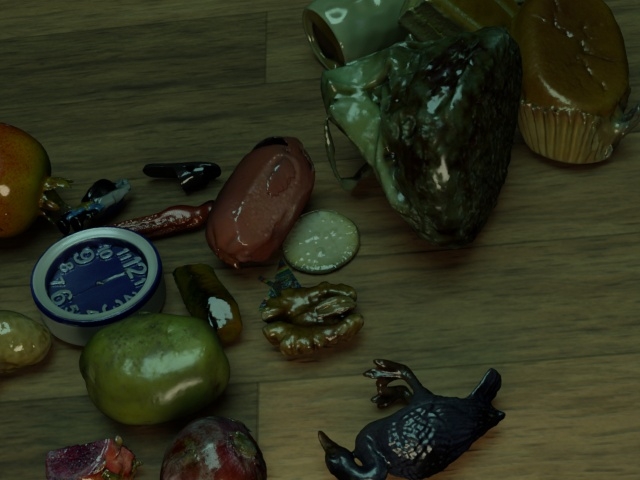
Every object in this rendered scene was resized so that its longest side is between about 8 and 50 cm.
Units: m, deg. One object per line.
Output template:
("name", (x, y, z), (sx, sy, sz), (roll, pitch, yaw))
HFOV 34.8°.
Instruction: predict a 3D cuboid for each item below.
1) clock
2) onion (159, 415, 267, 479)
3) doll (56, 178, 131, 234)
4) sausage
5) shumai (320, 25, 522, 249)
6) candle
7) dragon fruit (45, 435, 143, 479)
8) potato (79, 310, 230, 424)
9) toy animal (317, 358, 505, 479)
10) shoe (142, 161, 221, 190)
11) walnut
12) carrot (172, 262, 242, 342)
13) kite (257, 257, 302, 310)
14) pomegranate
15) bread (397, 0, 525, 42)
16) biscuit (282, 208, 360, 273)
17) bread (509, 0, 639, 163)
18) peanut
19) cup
("clock", (-0.392, 0.080, 1.811), (0.230, 0.083, 0.230), (-1, 44, 1))
("onion", (-0.175, 0.359, 1.523), (0.195, 0.159, 0.159), (-44, 50, 14))
("doll", (-0.426, -0.075, 1.954), (0.096, 0.070, 0.195), (-3, 28, 29))
("sausage", (-0.108, -0.071, 1.858), (0.152, 0.152, 0.280), (16, 57, 21))
("shumai", (0.161, -0.214, 1.806), (0.348, 0.395, 0.395), (18, 55, 22))
("candle", (-0.325, -0.027, 1.922), (0.329, 0.048, 0.051), (-12, 58, -2))
("dragon fruit", (-0.356, 0.369, 1.563), (0.147, 0.102, 0.096), (-13, 42, 10))
("potato", (-0.268, 0.206, 1.651), (0.228, 0.148, 0.197), (-22, 63, -8))
("toy animal", (0.145, 0.277, 1.552), (0.298, 0.122, 0.185), (-8, 39, -8))
("shoe", (-0.272, -0.121, 1.989), (0.159, 0.062, 0.053), (3, 63, 10))
("walnut", (-0.014, 0.138, 1.724), (0.170, 0.069, 0.143), (-10, 48, -2))
("carrot", (-0.194, 0.104, 1.771), (0.082, 0.082, 0.173), (-24, 51, -12))
("kite", (-0.073, 0.081, 1.822), (0.090, 0.004, 0.122), (15, 54, 19))
("pomegranate", (-0.596, -0.109, 1.925), (0.256, 0.221, 0.221), (11, 51, -4))
("bread", (0.307, -0.475, 2.103), (0.246, 0.111, 0.239), (36, 54, -18))
("biscuit", (0.000, 0.000, 1.870), (0.152, 0.020, 0.152), (-4, 50, 5))
("bread", (0.474, -0.329, 1.972), (0.236, 0.183, 0.389), (-3, 50, 2))
("peanut", (-0.586, 0.195, 1.731), (0.253, 0.122, 0.137), (-27, 69, -19))
("cup", (0.111, -0.438, 2.123), (0.202, 0.173, 0.255), (-31, 52, -16))
